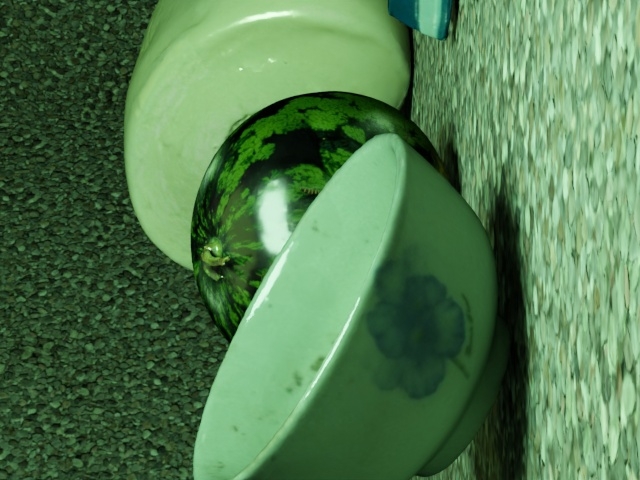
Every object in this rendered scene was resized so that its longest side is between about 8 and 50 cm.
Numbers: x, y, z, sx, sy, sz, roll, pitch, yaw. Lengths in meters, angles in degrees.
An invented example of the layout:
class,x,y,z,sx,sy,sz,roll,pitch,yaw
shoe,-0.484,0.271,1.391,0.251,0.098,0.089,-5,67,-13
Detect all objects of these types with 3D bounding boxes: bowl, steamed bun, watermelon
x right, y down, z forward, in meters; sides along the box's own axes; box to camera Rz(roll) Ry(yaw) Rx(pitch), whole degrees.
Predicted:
class,x,y,z,sx,sy,sz,roll,pitch,yaw
bowl,0.041,0.081,1.243,0.289,0.146,0.289,-56,14,22
steamed bun,-0.087,-0.213,2.192,0.456,0.290,0.371,-58,20,34
watermelon,0.005,-0.001,1.579,0.269,0.269,0.269,180,90,-88

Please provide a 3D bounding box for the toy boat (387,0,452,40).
class,x,y,z,sx,sy,sz,roll,pitch,yaw
toy boat,0.091,-0.325,1.541,0.096,0.061,0.299,-100,9,-76
